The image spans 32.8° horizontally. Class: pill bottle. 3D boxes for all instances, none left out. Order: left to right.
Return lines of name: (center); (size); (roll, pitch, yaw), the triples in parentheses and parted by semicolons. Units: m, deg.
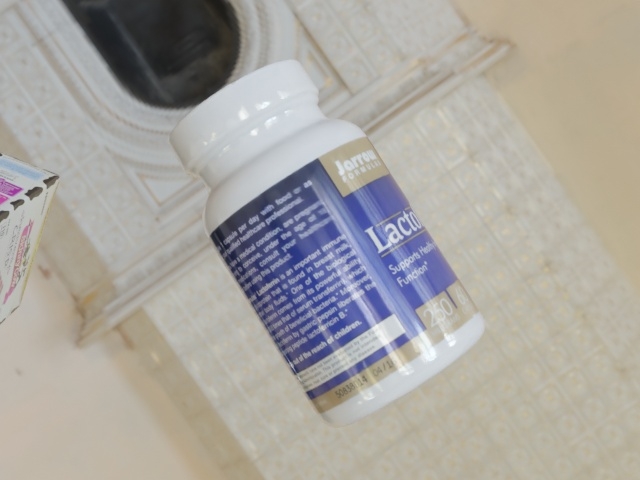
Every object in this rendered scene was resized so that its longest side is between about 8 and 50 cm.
pill bottle: (0.000, 0.000, 0.860); (0.153, 0.265, 0.153); (-33, 177, -2)

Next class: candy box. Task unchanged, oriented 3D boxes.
candy box: (-0.332, 0.023, 1.016); (0.233, 0.071, 0.159); (-73, -175, -72)
